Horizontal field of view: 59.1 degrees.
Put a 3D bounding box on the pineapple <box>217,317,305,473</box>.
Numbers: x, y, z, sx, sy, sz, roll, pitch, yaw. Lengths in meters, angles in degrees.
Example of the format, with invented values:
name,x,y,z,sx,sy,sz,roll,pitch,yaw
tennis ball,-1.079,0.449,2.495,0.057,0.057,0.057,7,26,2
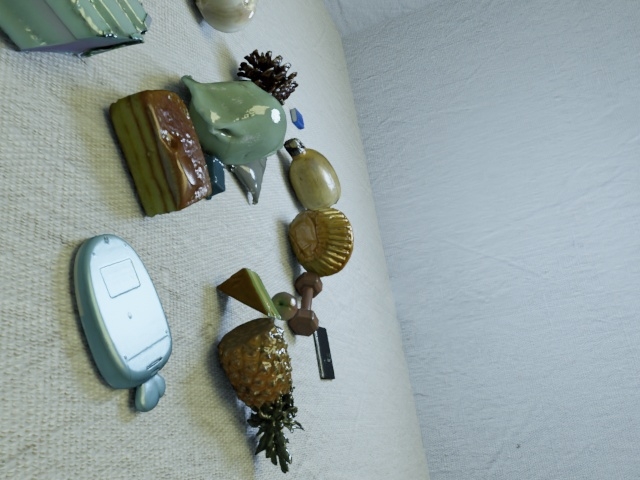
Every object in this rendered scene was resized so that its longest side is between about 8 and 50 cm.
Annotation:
name,x,y,z,sx,sy,sz,roll,pitch,yaw
pineapple,-0.113,0.349,1.253,0.169,0.169,0.341,-56,131,-69

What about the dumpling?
name,x,y,z,sx,sy,sz,roll,pitch,yaw
dumpling,-0.227,-0.295,1.413,0.321,0.269,0.212,98,8,-68

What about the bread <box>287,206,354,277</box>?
name,x,y,z,sx,sy,sz,roll,pitch,yaw
bread,0.003,0.002,1.854,0.139,0.239,0.240,15,59,-50

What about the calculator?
name,x,y,z,sx,sy,sz,roll,pitch,yaw
calculator,-0.321,0.135,0.941,0.188,0.042,0.303,-38,109,-74

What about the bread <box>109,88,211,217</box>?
name,x,y,z,sx,sy,sz,roll,pitch,yaw
bread,-0.311,-0.180,1.140,0.184,0.110,0.234,-53,125,-71

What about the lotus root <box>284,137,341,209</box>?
name,x,y,z,sx,sy,sz,roll,pitch,yaw
lotus root,-0.037,-0.244,2.052,0.310,0.182,0.183,60,21,-27

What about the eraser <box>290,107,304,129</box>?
name,x,y,z,sx,sy,sz,roll,pitch,yaw
eraser,-0.095,-0.500,2.319,0.084,0.027,0.063,30,48,-69

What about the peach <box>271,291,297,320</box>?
name,x,y,z,sx,sy,sz,roll,pitch,yaw
peach,-0.102,0.183,1.573,0.083,0.083,0.083,-15,90,-74

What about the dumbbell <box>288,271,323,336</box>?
name,x,y,z,sx,sy,sz,roll,pitch,yaw
dumbbell,-0.044,0.196,1.756,0.231,0.092,0.082,-82,180,-53

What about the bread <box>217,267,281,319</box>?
name,x,y,z,sx,sy,sz,roll,pitch,yaw
bread,-0.164,0.144,1.308,0.139,0.084,0.074,58,9,22

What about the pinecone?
name,x,y,z,sx,sy,sz,roll,pitch,yaw
pinecone,-0.177,-0.505,1.785,0.207,0.207,0.208,-15,90,-74

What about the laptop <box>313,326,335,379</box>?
name,x,y,z,sx,sy,sz,roll,pitch,yaw
laptop,0.012,0.377,1.902,0.129,0.016,0.180,36,40,-67

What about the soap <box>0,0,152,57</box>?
name,x,y,z,sx,sy,sz,roll,pitch,yaw
soap,-0.448,-0.467,0.850,0.446,0.156,0.261,56,24,-47

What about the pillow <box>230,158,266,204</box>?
name,x,y,z,sx,sy,sz,roll,pitch,yaw
pillow,-0.199,-0.235,1.670,0.255,0.059,0.169,-88,160,-48

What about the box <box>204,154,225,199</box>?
name,x,y,z,sx,sy,sz,roll,pitch,yaw
box,-0.267,-0.157,1.368,0.074,0.054,0.099,41,38,-60

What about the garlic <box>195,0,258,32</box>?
name,x,y,z,sx,sy,sz,roll,pitch,yaw
garlic,-0.270,-0.740,1.644,0.185,0.203,0.281,90,-15,-78
